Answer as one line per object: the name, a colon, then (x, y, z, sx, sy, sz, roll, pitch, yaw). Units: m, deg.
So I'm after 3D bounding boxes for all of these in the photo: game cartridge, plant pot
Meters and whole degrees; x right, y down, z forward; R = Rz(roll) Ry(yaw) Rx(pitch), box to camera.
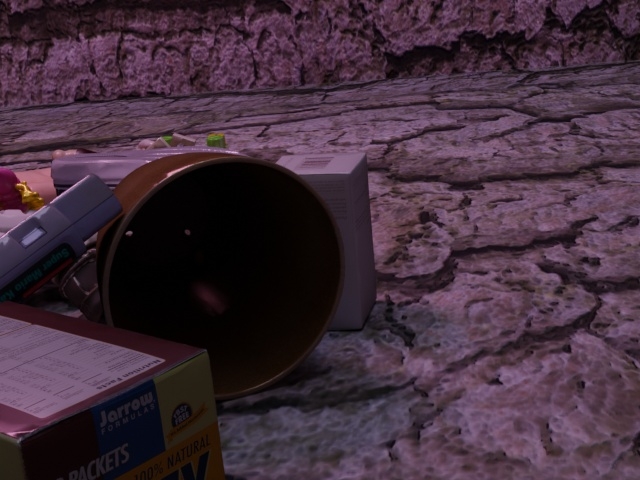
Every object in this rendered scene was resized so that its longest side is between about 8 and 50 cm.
game cartridge: (-0.342, 0.084, 0.935, 0.355, 0.068, 0.230, -43, 13, -36)
plant pot: (-0.132, 0.005, 1.114, 0.237, 0.237, 0.254, -11, 20, -20)

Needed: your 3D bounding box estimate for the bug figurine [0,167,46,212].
bug figurine: (-0.449, -0.016, 1.420, 0.279, 0.072, 0.216, -13, -27, -7)

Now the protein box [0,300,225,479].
protein box: (-0.172, 0.163, 0.666, 0.201, 0.200, 0.136, 8, 21, 39)

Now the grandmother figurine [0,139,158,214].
grandmother figurine: (-0.404, -0.109, 1.909, 0.342, 0.104, 0.208, -15, 46, -39)

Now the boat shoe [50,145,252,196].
boat shoe: (-0.222, -0.062, 1.502, 0.335, 0.119, 0.121, 3, 18, 29)

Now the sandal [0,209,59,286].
sandal: (-0.428, 0.043, 1.339, 0.416, 0.169, 0.102, -10, 56, -16)

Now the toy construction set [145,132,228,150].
toy construction set: (-0.227, -0.092, 1.713, 0.215, 0.151, 0.327, -3, 5, 8)

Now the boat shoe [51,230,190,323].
boat shoe: (-0.185, 0.028, 1.337, 0.324, 0.116, 0.097, -13, 59, -53)

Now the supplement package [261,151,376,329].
supplement package: (0.000, 0.000, 1.219, 0.105, 0.179, 0.105, -2, 16, 13)
